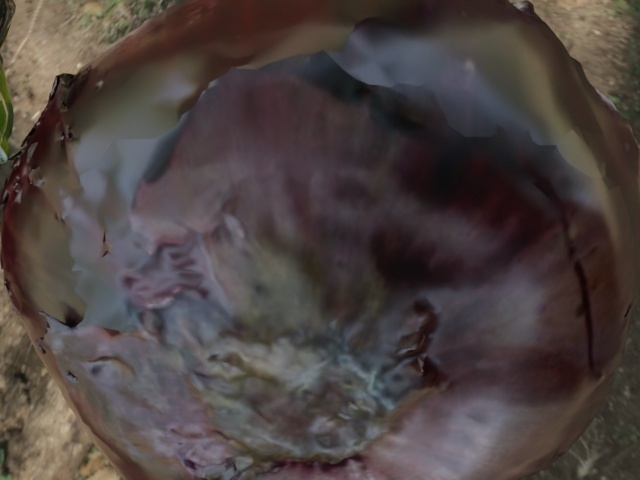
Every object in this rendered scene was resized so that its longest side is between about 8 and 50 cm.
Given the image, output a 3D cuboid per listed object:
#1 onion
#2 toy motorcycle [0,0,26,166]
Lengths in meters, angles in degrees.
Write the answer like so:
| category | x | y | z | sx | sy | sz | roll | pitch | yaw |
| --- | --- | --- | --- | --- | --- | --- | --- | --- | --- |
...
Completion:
| category | x | y | z | sx | sy | sz | roll | pitch | yaw |
| --- | --- | --- | --- | --- | --- | --- | --- | --- | --- |
| onion | 0.000 | 0.000 | 0.450 | 0.252 | 0.219 | 0.252 | -2 | 124 | -4 |
| toy motorcycle | -0.265 | -0.013 | 0.521 | 0.342 | 0.206 | 0.142 | -43 | 103 | 9 |
